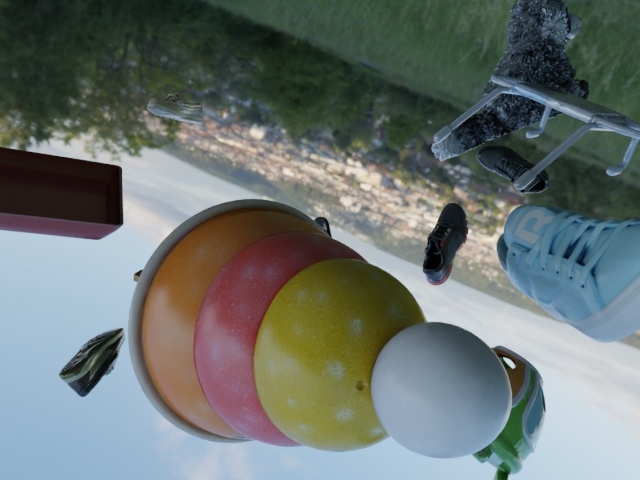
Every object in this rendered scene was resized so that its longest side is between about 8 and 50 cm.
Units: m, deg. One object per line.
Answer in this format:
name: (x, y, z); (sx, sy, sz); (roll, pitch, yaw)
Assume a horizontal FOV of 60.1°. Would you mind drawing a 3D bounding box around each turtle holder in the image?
turtle holder: (0.376, 0.372, 1.179); (0.320, 0.227, 0.243); (47, 166, -19)

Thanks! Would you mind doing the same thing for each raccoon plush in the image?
raccoon plush: (0.434, -0.409, 1.297); (0.446, 0.299, 0.216); (-26, -170, -21)

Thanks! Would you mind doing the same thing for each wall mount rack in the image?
wall mount rack: (0.400, -0.200, 1.007); (0.304, 0.130, 0.350); (-6, -148, -32)

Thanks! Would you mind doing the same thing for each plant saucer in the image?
plant saucer: (-0.458, -0.076, 0.896); (0.258, 0.048, 0.259); (7, -154, -24)

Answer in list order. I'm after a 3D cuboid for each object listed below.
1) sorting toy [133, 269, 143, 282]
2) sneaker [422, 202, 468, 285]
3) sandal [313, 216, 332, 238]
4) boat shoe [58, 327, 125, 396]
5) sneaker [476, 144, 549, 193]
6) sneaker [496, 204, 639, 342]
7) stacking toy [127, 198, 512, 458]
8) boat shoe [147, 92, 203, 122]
sorting toy: (-0.269, 0.119, 1.308); (0.307, 0.041, 0.229); (20, -151, 17)
sneaker: (0.219, -0.001, 0.985); (0.061, 0.158, 0.065); (6, 162, 35)
sandal: (0.000, 0.000, 1.324); (0.040, 0.067, 0.179); (6, -145, -20)
boat shoe: (-0.477, 0.258, 1.185); (0.080, 0.073, 0.223); (-18, -168, 7)
sneaker: (0.568, -0.209, 1.623); (0.227, 0.087, 0.130); (31, -158, 5)
sneaker: (0.284, 0.021, 0.648); (0.150, 0.135, 0.366); (36, 175, 6)
stacking toy: (0.002, 0.125, 0.631); (0.350, 0.351, 0.480); (20, 172, -30)
boat shoe: (-0.337, -0.316, 1.294); (0.063, 0.059, 0.170); (6, -177, 25)
